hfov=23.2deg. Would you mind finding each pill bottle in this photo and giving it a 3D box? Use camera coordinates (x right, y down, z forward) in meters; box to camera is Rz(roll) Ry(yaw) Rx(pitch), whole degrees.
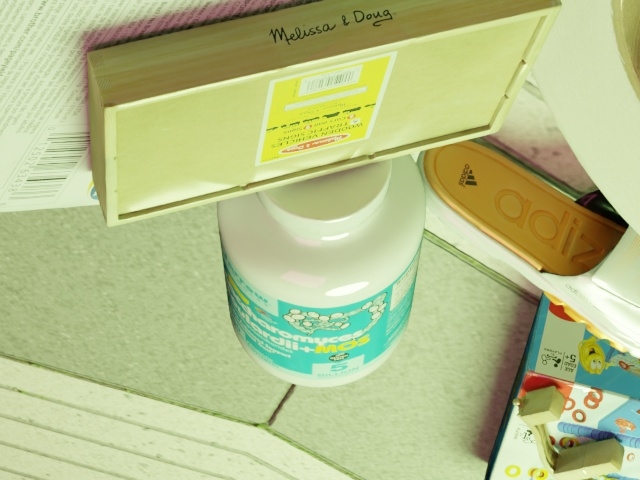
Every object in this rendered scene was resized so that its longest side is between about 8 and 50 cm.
[{"bbox_3d":[0.000,0.000,1.125,0.146,0.146,0.264,14,156,6],"label":"pill bottle"}]

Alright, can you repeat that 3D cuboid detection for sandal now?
[{"bbox_3d":[0.192,-0.002,1.116,0.265,0.102,0.076,29,146,-11],"label":"sandal"}]

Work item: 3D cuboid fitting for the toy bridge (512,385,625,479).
[{"bbox_3d":[0.215,0.179,1.260,0.063,0.026,0.188,-21,128,43],"label":"toy bridge"}]

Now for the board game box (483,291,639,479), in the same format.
[{"bbox_3d":[0.304,0.195,1.339,0.302,0.086,0.308,14,144,6],"label":"board game box"}]

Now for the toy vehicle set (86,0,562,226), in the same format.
[{"bbox_3d":[-0.003,-0.085,0.919,0.267,0.035,0.166,-14,161,-14],"label":"toy vehicle set"}]

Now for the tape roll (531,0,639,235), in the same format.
[{"bbox_3d":[0.253,-0.100,0.818,0.392,0.072,0.392,43,155,26],"label":"tape roll"}]

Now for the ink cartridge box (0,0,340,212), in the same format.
[{"bbox_3d":[-0.151,-0.135,0.917,0.395,0.151,0.270,-4,156,-33],"label":"ink cartridge box"}]
